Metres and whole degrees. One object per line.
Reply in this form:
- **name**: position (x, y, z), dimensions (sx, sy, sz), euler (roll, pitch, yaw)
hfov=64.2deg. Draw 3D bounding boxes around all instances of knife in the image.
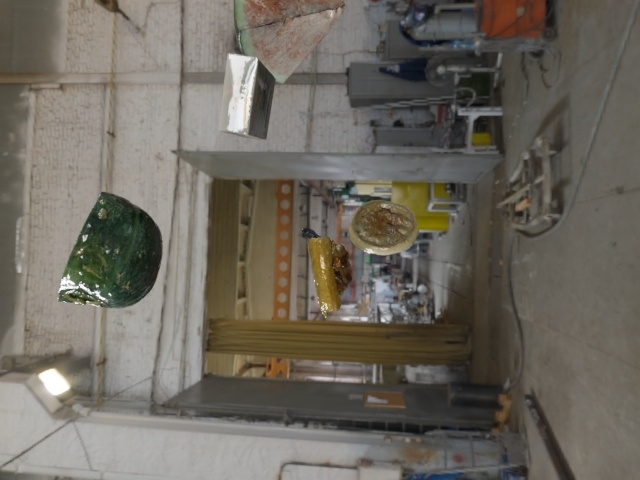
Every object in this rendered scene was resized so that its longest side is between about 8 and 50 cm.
- **knife**: position (0.000, 0.000, 1.314), dimensions (0.031, 0.121, 0.018), euler (-43, -29, -42)

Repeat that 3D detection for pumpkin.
- **pumpkin**: position (-0.492, 0.041, 1.252), dimensions (0.293, 0.197, 0.263), euler (-39, 36, 54)

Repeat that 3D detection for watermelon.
- **watermelon**: position (-0.101, -0.615, 1.449), dimensions (0.250, 0.293, 0.283), euler (143, 133, -74)

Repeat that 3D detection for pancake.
- **pancake**: position (0.128, -0.031, 1.049), dimensions (0.025, 0.152, 0.151), euler (83, -169, -48)

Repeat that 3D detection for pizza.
- **pizza**: position (0.031, 0.059, 1.003), dimensions (0.194, 0.069, 0.154), euler (-25, -79, -75)

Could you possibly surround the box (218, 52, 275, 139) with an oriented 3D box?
- **box**: position (-0.150, -0.294, 1.081), dimensions (0.233, 0.067, 0.149), euler (-70, -8, -81)
